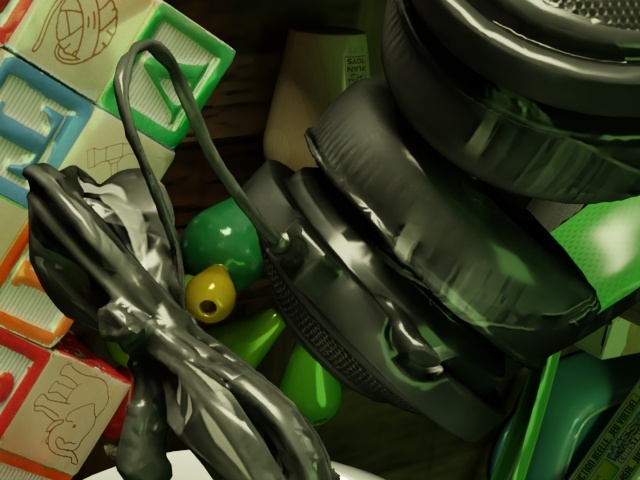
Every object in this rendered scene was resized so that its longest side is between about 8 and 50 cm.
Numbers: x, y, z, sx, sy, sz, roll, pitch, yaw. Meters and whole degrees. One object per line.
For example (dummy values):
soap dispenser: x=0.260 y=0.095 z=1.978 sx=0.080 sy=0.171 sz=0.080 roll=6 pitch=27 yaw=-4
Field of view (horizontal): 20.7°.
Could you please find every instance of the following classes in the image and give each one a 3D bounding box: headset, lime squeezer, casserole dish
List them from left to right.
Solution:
lime squeezer: x=0.051 y=0.179 z=0.942 sx=0.110 sy=0.059 sz=0.310 roll=45 pitch=80 yaw=-15
headset: x=0.073 y=-0.016 z=0.598 sx=0.394 sy=0.185 sz=0.243 roll=-10 pitch=141 yaw=-44
casserole dish: x=0.177 y=0.116 z=1.020 sx=0.188 sy=0.037 sz=0.114 roll=-8 pitch=118 yaw=-40

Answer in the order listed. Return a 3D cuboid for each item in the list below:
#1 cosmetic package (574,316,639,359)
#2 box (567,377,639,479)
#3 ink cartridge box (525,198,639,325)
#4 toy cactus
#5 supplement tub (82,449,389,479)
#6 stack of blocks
cosmetic package: x=0.186 y=0.026 z=0.973 sx=0.115 sy=0.041 sz=0.060 roll=-7 pitch=117 yaw=-39
box: x=0.222 y=0.148 z=1.023 sx=0.114 sy=0.036 sz=0.207 roll=-54 pitch=138 yaw=-2
ink cartridge box: x=0.173 y=-0.022 z=0.837 sx=0.045 sy=0.179 sz=0.145 roll=35 pitch=87 yaw=-27
toy cactus: x=0.000 y=0.000 z=0.760 sx=0.219 sy=0.112 sz=0.180 roll=-6 pitch=107 yaw=-31
supplement tub: x=-0.017 y=0.218 z=0.679 sx=0.241 sy=0.241 sz=0.331 roll=-47 pitch=162 yaw=-12
stack of blocks: x=-0.157 y=0.026 z=0.629 sx=0.171 sy=0.087 sz=0.297 roll=30 pitch=91 yaw=-47
